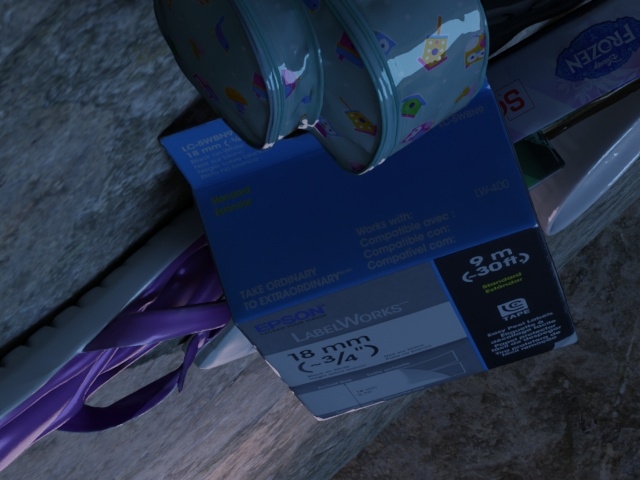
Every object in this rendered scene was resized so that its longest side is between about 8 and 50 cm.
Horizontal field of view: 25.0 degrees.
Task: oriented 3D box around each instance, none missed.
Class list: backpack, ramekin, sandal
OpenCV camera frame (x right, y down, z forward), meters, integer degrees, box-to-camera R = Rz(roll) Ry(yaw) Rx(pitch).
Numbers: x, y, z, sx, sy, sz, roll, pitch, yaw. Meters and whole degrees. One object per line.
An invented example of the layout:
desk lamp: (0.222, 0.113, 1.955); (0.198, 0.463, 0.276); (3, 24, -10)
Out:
backpack: (-0.003, -0.128, 0.784); (0.144, 0.188, 0.166); (-41, 167, -20)
ramekin: (0.344, -0.151, 1.882); (0.277, 0.135, 0.277); (-43, 167, -12)
sandal: (-0.157, 0.100, 1.179); (0.416, 0.102, 0.169); (-40, 166, -26)

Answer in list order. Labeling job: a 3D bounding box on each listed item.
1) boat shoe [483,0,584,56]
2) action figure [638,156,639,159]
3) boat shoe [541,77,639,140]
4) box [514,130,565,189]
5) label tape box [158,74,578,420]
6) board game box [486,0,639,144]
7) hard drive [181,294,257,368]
boat shoe: (0.173, -0.234, 1.196); (0.277, 0.098, 0.096); (-41, 167, -14)
action figure: (0.517, -0.208, 1.995); (0.137, 0.063, 0.232); (-22, 157, -50)
boat shoe: (0.248, -0.167, 1.637); (0.302, 0.098, 0.109); (-29, 173, -5)
box: (0.101, -0.005, 1.471); (0.232, 0.058, 0.322); (-38, 175, 30)
label tape box: (0.050, 0.009, 1.117); (0.240, 0.106, 0.334); (-18, 149, 9)
board game box: (0.186, -0.141, 1.257); (0.318, 0.066, 0.318); (-28, -176, 28)
hard drive: (0.000, 0.000, 1.497); (0.307, 0.040, 0.203); (-50, 166, 19)
